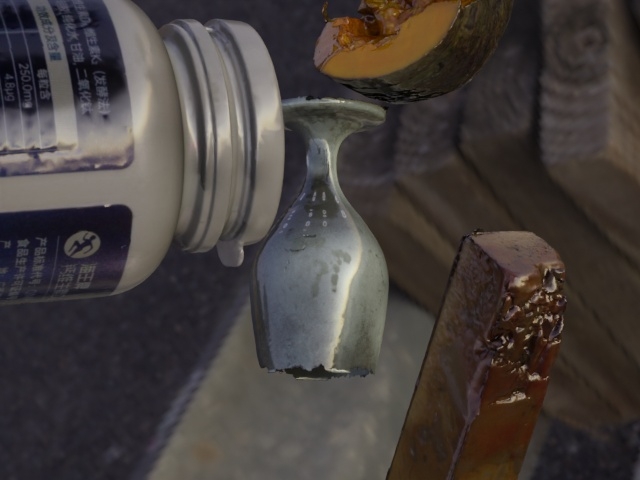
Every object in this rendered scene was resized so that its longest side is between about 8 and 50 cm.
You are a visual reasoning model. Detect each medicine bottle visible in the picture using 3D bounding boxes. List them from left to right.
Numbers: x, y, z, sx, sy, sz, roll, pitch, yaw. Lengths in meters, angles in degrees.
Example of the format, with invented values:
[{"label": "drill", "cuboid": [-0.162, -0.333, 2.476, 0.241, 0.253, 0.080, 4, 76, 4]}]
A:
[{"label": "medicine bottle", "cuboid": [-0.114, -0.031, 0.590, 0.191, 0.107, 0.107, -5, 22, -22]}]

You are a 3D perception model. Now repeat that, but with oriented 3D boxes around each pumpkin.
[{"label": "pumpkin", "cuboid": [0.063, -0.159, 1.076, 0.119, 0.107, 0.183, -5, 66, 35]}]

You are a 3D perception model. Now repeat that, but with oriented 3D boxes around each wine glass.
[{"label": "wine glass", "cuboid": [0.000, 0.000, 1.551, 0.126, 0.126, 0.241, -7, 78, 37]}]

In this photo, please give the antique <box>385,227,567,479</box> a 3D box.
[{"label": "antique", "cuboid": [0.147, 0.142, 1.653, 0.087, 0.310, 0.093, -2, 30, -33]}]
